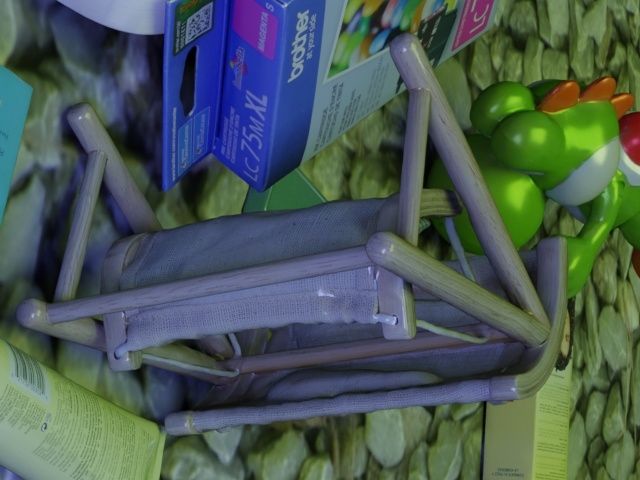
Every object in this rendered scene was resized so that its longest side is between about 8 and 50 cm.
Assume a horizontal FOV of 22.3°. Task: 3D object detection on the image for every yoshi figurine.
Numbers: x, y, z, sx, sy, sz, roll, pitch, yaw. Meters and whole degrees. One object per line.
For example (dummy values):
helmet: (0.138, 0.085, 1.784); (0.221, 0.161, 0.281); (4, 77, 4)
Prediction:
yoshi figurine: (0.220, -0.048, 1.504); (0.362, 0.203, 0.203); (16, 90, -51)

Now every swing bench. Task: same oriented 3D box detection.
swing bench: (-0.006, 0.026, 1.030); (0.255, 0.253, 0.165); (48, 41, -45)

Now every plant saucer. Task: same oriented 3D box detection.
plant saucer: (0.000, 0.000, 1.284); (0.192, 0.018, 0.067); (48, 50, -48)

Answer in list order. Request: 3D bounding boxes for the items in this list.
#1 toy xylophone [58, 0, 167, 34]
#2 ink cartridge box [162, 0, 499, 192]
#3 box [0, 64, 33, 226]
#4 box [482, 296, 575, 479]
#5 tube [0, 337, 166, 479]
toy xylophone: (-0.039, -0.237, 1.067); (0.322, 0.081, 0.236); (-8, 134, -58)
ink cartridge box: (0.021, -0.156, 1.122); (0.311, 0.065, 0.186); (-35, 153, -30)
box: (-0.231, 0.010, 0.865); (0.100, 0.060, 0.244); (34, 60, -53)
box: (0.202, 0.132, 1.569); (0.087, 0.058, 0.232); (16, 75, -56)
tube: (-0.158, 0.122, 0.989); (0.070, 0.062, 0.240); (-48, 145, -2)
